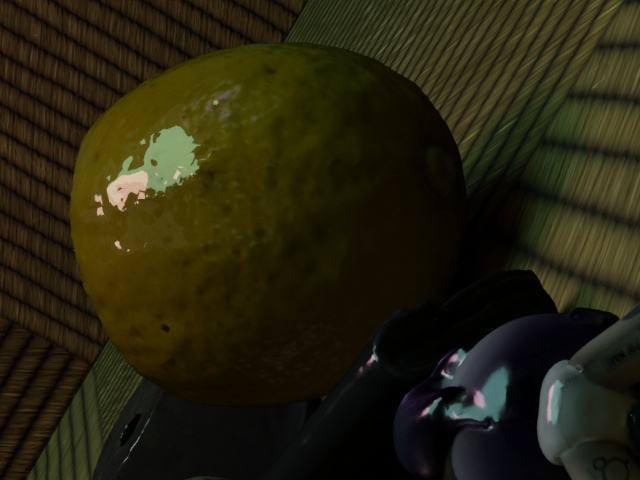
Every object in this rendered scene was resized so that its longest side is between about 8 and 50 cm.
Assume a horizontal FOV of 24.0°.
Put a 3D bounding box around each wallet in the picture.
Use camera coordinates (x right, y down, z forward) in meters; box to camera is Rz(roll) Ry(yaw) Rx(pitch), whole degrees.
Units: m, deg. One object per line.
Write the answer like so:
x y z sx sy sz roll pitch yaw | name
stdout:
0.004 0.188 1.131 0.228 0.062 0.406 -14 -33 -52 | wallet

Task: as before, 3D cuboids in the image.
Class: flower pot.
-0.137 0.235 1.590 0.269 0.166 0.269 -55 11 16 | flower pot

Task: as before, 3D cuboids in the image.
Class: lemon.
-0.020 -0.022 1.374 0.364 0.364 0.364 -55 13 19 | lemon

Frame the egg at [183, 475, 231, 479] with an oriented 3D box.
-0.113 0.296 1.402 0.182 0.141 0.141 -57 9 54 | egg

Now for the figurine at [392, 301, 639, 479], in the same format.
0.129 0.113 0.879 0.145 0.145 0.222 -63 10 -17 | figurine
